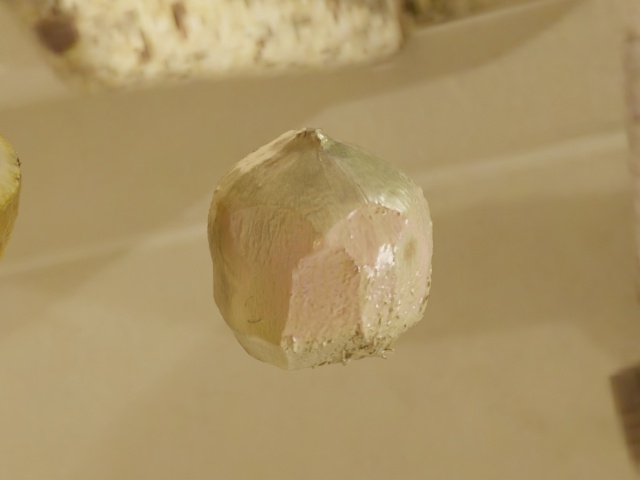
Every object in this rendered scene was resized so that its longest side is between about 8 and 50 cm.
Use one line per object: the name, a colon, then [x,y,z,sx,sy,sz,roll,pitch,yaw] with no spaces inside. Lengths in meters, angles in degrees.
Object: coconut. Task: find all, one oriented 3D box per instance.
coconut: [-0.003,0.000,1.319,0.194,0.194,0.194,-12,90,-69]

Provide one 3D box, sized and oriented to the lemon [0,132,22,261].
lemon: [-0.447,0.001,1.376,0.364,0.364,0.364,-12,90,-69]
